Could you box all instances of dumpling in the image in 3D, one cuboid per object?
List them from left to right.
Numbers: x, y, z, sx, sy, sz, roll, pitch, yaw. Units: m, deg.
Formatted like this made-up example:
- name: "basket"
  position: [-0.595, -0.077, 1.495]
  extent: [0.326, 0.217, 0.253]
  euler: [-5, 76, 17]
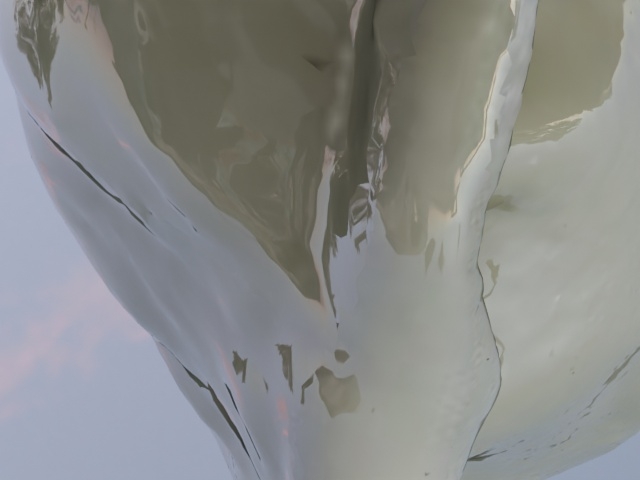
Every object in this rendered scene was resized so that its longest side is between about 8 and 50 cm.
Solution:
- name: "dumpling"
  position: [0.000, 0.000, 0.499]
  extent: [0.187, 0.318, 0.243]
  euler: [10, -98, 8]
